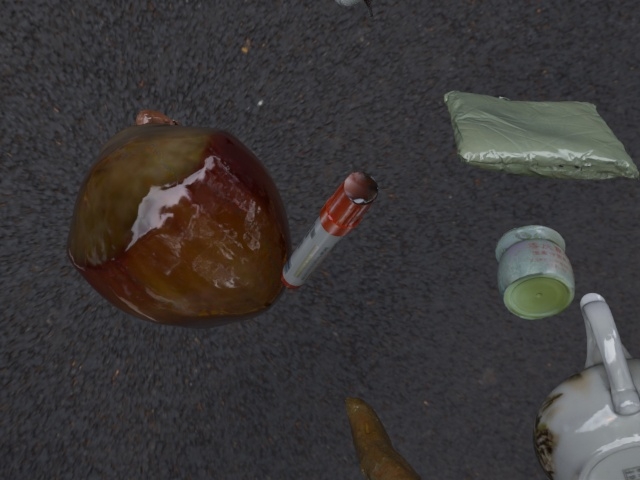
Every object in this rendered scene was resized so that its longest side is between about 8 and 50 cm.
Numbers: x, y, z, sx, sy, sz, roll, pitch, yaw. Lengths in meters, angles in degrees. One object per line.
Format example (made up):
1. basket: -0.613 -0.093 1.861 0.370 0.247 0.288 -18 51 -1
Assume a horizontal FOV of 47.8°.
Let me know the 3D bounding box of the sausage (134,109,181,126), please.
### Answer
1. sausage: -0.262 -0.138 1.400 0.078 0.078 0.304 -35 132 -10

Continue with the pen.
1. pen: 0.000 0.000 0.573 0.028 0.239 0.028 4 72 -13

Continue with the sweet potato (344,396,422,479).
1. sweet potato: 0.127 0.462 1.504 0.092 0.341 0.114 -5 113 -19

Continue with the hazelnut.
1. hazelnut: -0.216 -0.020 1.140 0.365 0.366 0.366 0 91 -13

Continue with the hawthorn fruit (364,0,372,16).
1. hawthorn fruit: 0.010 -0.257 0.457 0.181 0.181 0.235 -34 129 -10

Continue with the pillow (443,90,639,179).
1. pillow: 0.353 -0.175 1.205 0.280 0.274 0.076 5 122 0

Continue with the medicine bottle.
1. medicine bottle: 0.428 0.062 1.450 0.147 0.147 0.143 21 44 -12

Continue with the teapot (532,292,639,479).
1. teapot: 0.336 0.201 0.796 0.204 0.139 0.298 -9 125 15

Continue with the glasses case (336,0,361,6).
1. glasses case: 0.100 -0.529 1.417 0.197 0.049 0.076 -40 141 -23
